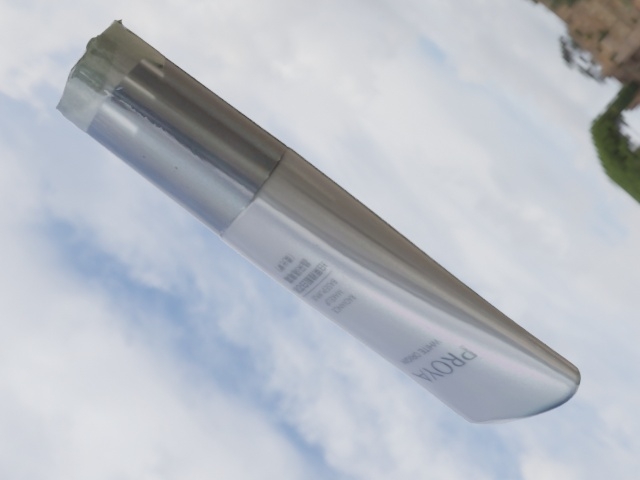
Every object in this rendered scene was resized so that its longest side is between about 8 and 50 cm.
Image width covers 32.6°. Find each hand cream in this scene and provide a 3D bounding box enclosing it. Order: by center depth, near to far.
[{"bbox_3d":[0.000,0.000,0.480,0.255,0.079,0.048,38,-119,-6],"label":"hand cream"}]
